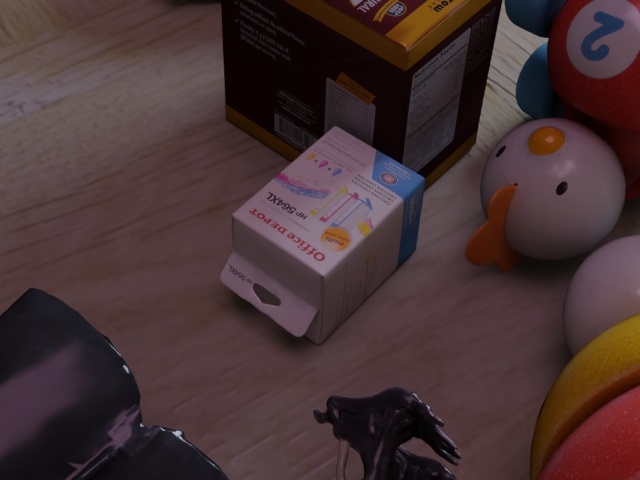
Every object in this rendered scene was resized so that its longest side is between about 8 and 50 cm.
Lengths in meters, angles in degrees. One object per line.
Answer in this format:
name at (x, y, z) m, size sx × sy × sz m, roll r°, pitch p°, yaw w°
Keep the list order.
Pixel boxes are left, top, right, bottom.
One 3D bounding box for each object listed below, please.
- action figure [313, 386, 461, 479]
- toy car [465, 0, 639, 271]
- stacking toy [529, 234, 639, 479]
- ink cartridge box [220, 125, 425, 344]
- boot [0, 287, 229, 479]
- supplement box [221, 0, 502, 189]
action figure at (-0.015, 0.212, 0.611) m, size 0.141 × 0.164 × 0.275 m, roll 26°, pitch 59°, yaw 35°
toy car at (0.199, -0.073, 0.858) m, size 0.238 × 0.210 × 0.219 m, roll -43°, pitch 55°, yaw -17°
stacking toy at (0.233, 0.160, 0.651) m, size 0.351 × 0.350 × 0.479 m, roll 2°, pitch 32°, yaw 0°
ink cartridge box at (0.000, 0.000, 0.848) m, size 0.092 × 0.090 × 0.143 m, roll 33°, pitch 56°, yaw 22°
boot at (-0.307, 0.168, 0.593) m, size 0.445 × 0.146 × 0.367 m, roll -39°, pitch 100°, yaw -24°
supplement box at (0.028, -0.159, 0.911) m, size 0.191 × 0.194 × 0.129 m, roll 34°, pitch 57°, yaw 23°
